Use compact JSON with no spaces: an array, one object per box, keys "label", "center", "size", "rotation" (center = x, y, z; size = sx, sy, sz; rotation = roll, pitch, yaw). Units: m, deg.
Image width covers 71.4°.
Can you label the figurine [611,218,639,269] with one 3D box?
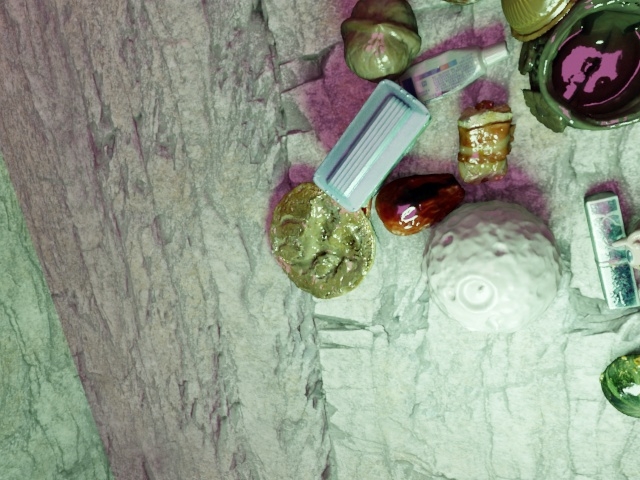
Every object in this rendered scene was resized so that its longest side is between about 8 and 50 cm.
[{"label":"figurine","center":[0.825,0.031,0.993],"size":[0.287,0.186,0.176],"rotation":[9,155,-20]}]

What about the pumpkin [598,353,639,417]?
[{"label":"pumpkin","center":[0.828,0.376,1.139],"size":[0.190,0.146,0.191],"rotation":[3,134,3]}]

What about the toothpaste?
[{"label":"toothpaste","center":[0.333,-0.429,1.133],"size":[0.282,0.068,0.099],"rotation":[-13,72,35]}]

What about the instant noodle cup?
[{"label":"instant noodle cup","center":[0.447,-0.561,0.914],"size":[0.090,0.274,0.274],"rotation":[14,116,-14]}]

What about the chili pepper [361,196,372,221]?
[{"label":"chili pepper","center":[0.133,-0.152,1.313],"size":[0.059,0.050,0.268],"rotation":[-5,110,-4]}]

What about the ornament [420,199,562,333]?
[{"label":"ornament","center":[0.422,0.070,1.117],"size":[0.336,0.337,0.338],"rotation":[7,110,21]}]

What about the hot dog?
[{"label":"hot dog","center":[0.416,-0.248,1.136],"size":[0.146,0.103,0.213],"rotation":[-1,118,1]}]

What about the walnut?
[{"label":"walnut","center":[0.146,-0.496,1.094],"size":[0.224,0.224,0.225],"rotation":[7,110,21]}]

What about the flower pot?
[{"label":"flower pot","center":[0.581,-0.376,0.954],"size":[0.301,0.213,0.302],"rotation":[7,110,20]}]

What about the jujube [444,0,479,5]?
[{"label":"jujube","center":[0.273,-0.678,0.984],"size":[0.317,0.226,0.226],"rotation":[39,118,7]}]

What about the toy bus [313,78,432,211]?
[{"label":"toy bus","center":[0.140,-0.239,1.162],"size":[0.152,0.190,0.312],"rotation":[40,108,8]}]

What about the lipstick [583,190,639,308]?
[{"label":"lipstick","center":[0.721,0.022,1.106],"size":[0.077,0.076,0.290],"rotation":[-13,99,28]}]

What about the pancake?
[{"label":"pancake","center":[0.000,0.001,1.393],"size":[0.386,0.082,0.387],"rotation":[11,117,23]}]

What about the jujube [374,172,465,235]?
[{"label":"jujube","center":[0.268,-0.109,1.211],"size":[0.236,0.168,0.168],"rotation":[-24,97,9]}]
